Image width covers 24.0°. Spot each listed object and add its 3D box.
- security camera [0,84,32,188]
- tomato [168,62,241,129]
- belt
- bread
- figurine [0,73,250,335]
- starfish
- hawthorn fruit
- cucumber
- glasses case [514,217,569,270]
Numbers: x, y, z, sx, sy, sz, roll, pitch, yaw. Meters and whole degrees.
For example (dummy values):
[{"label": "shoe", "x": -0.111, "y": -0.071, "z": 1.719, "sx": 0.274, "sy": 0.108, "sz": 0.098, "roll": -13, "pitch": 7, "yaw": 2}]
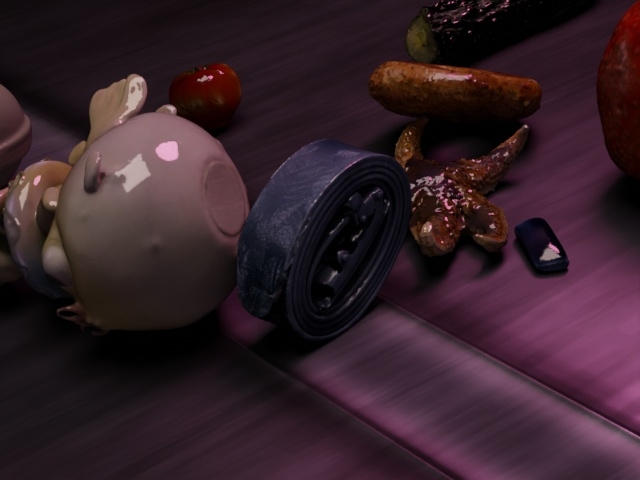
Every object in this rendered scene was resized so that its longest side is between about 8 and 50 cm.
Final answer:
[{"label": "security camera", "x": -0.456, "y": -0.128, "z": 1.694, "sx": 0.277, "sy": 0.197, "sz": 0.191, "roll": 25, "pitch": 30, "yaw": 31}, {"label": "tomato", "x": -0.136, "y": -0.168, "z": 1.775, "sx": 0.087, "sy": 0.075, "sz": 0.087, "roll": -15, "pitch": 17, "yaw": 5}, {"label": "belt", "x": 0.000, "y": 0.000, "z": 1.375, "sx": 0.082, "sy": 0.141, "sz": 0.190, "roll": 19, "pitch": 73, "yaw": 42}, {"label": "bread", "x": 0.146, "y": -0.160, "z": 1.645, "sx": 0.193, "sy": 0.064, "sz": 0.193, "roll": 6, "pitch": 5, "yaw": -1}, {"label": "figurine", "x": -0.250, "y": -0.033, "z": 1.461, "sx": 0.394, "sy": 0.226, "sz": 0.274, "roll": -9, "pitch": 57, "yaw": 29}, {"label": "starfish", "x": 0.124, "y": -0.052, "z": 1.524, "sx": 0.216, "sy": 0.071, "sz": 0.238, "roll": -11, "pitch": 38, "yaw": -14}, {"label": "hawthorn fruit", "x": 0.373, "y": -0.163, "z": 1.454, "sx": 0.205, "sy": 0.253, "sz": 0.205, "roll": 3, "pitch": 49, "yaw": -3}, {"label": "cucumber", "x": 0.235, "y": -0.291, "z": 1.885, "sx": 0.303, "sy": 0.081, "sz": 0.072, "roll": -23, "pitch": 77, "yaw": -31}, {"label": "glasses case", "x": 0.211, "y": 0.001, "z": 1.446, "sx": 0.033, "sy": 0.023, "sz": 0.083, "roll": -10, "pitch": 30, "yaw": -6}]
